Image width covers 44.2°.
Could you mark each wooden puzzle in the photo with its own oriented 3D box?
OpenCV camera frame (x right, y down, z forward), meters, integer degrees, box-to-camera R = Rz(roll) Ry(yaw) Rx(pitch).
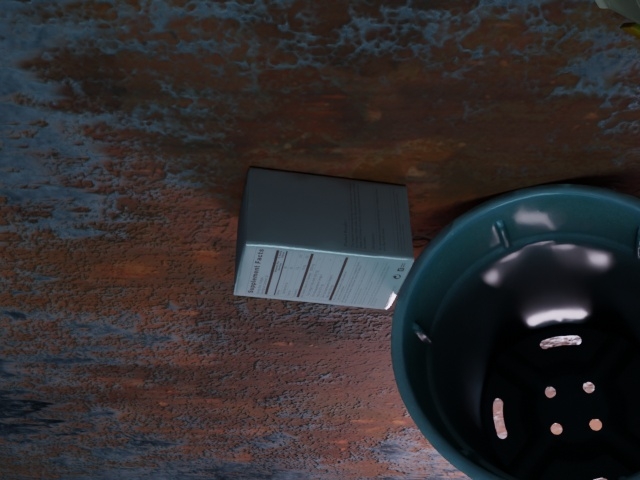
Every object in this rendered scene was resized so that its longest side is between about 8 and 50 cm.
[{"bbox_3d":[0.243,-0.201,0.635,0.014,0.078,0.116,-48,138,6],"label":"wooden puzzle"}]

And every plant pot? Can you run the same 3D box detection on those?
[{"bbox_3d":[0.291,0.160,0.937,0.341,0.341,0.334,-12,151,16],"label":"plant pot"}]

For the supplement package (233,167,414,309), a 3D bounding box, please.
[{"bbox_3d":[0.000,0.000,0.868,0.179,0.105,0.105,7,144,-9],"label":"supplement package"}]
